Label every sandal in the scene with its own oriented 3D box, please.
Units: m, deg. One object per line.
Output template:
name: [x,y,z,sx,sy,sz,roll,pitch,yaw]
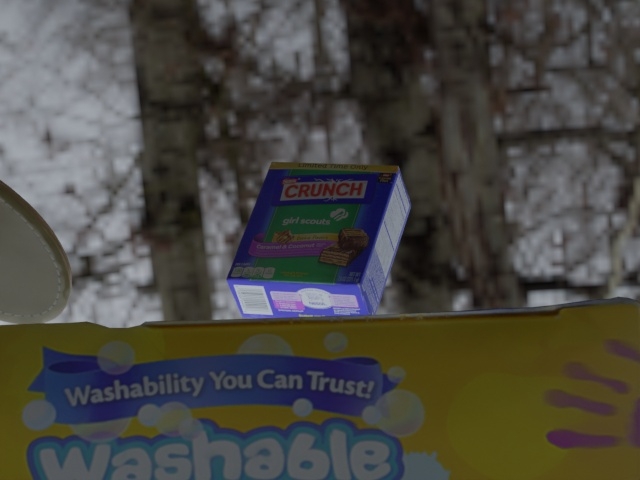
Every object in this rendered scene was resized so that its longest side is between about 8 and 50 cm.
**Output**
sandal: [-0.246,-0.042,1.148,0.240,0.088,0.079,28,-152,-15]

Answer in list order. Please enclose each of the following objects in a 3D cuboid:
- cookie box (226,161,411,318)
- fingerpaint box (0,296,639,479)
cookie box: [0.000,0.000,1.256,0.092,0.040,0.107,2,-134,19]
fingerpaint box: [-0.107,0.173,0.804,0.445,0.163,0.371,-1,155,-2]
